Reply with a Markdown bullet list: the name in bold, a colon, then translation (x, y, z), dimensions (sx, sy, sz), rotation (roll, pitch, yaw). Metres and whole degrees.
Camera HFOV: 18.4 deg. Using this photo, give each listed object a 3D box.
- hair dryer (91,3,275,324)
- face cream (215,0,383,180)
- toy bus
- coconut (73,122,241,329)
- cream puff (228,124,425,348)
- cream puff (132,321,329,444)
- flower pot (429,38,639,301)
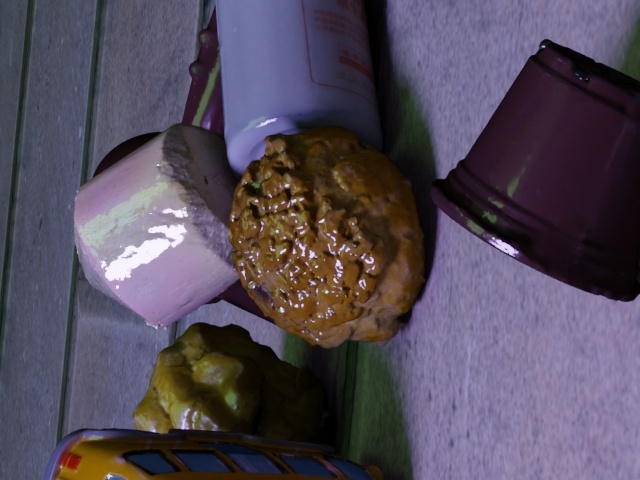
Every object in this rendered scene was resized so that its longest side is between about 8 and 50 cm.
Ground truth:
- **hair dryer**: translation (-0.047, -0.112, 1.432), dimensions (0.312, 0.123, 0.340), rotation (18, 91, 60)
- **face cream**: translation (-0.020, -0.157, 1.314), dimensions (0.101, 0.101, 0.251), rotation (122, 149, -53)
- **toy bus**: translation (-0.050, 0.179, 1.156), dimensions (0.136, 0.209, 0.126), rotation (2, 86, 62)
- **coconut**: translation (-0.104, -0.005, 1.286), dimensions (0.122, 0.116, 0.116), rotation (-32, 46, 24)
- **cream puff**: translation (-0.003, -0.002, 1.195), dimensions (0.144, 0.103, 0.126), rotation (-122, 35, -48)
- **cream puff**: translation (-0.048, 0.127, 1.306), dimensions (0.116, 0.146, 0.146), rotation (2, 85, 32)
- **flower pot**: translation (0.116, -0.037, 0.901), dimensions (0.089, 0.111, 0.111), rotation (-63, 23, 12)
